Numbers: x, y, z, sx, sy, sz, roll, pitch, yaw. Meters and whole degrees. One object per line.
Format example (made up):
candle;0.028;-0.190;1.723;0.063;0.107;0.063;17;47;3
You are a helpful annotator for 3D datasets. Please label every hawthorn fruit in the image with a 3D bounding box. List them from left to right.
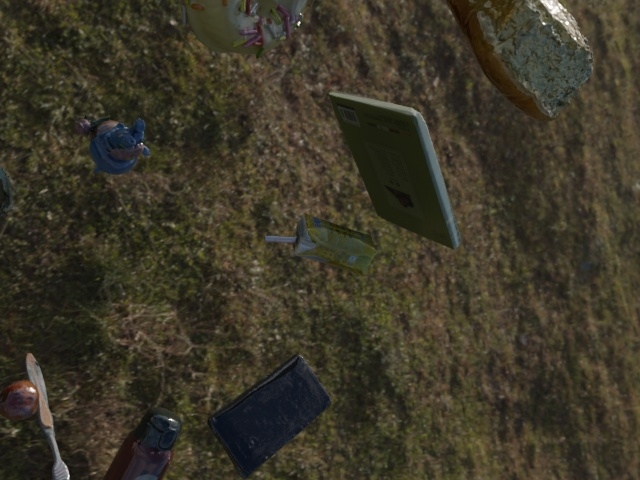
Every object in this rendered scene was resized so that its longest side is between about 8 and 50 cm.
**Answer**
hawthorn fruit;-0.527;0.273;1.109;0.103;0.067;0.066;17;61;-64

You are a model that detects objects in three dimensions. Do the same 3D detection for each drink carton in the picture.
drink carton;0.000;0.000;1.217;0.200;0.074;0.084;18;29;-19

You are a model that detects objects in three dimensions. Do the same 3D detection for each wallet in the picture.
wallet;-0.101;0.368;1.413;0.285;0.030;0.146;-31;81;-41

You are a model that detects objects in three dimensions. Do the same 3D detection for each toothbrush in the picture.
toothbrush;-0.532;0.339;1.262;0.028;0.037;0.375;-2;34;-33

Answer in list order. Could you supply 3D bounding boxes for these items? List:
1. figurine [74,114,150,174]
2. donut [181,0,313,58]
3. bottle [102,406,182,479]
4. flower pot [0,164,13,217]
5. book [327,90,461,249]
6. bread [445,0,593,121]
figurine;-0.434;-0.218;1.384;0.144;0.178;0.114;54;53;-15
donut;-0.134;-0.560;1.430;0.371;0.150;0.307;-54;158;-16
bottle;-0.472;0.588;1.678;0.144;0.144;0.335;28;88;-40
flower pot;-0.728;-0.181;1.241;0.290;0.290;0.259;29;32;-39
book;0.151;-0.142;1.322;0.035;0.239;0.352;-45;134;-19
bread;0.257;-0.275;0.863;0.174;0.121;0.245;17;47;-35
